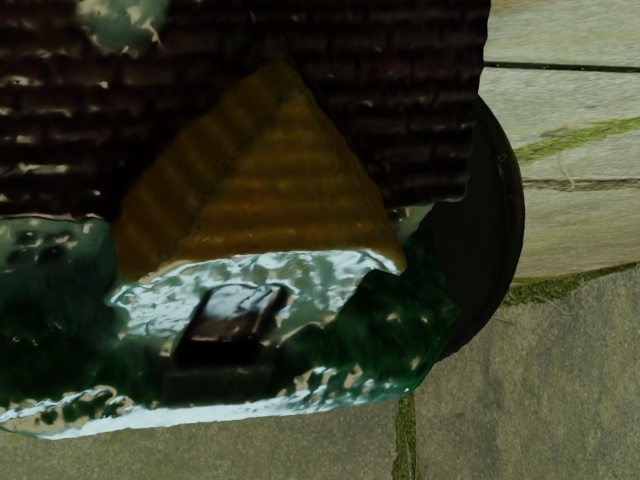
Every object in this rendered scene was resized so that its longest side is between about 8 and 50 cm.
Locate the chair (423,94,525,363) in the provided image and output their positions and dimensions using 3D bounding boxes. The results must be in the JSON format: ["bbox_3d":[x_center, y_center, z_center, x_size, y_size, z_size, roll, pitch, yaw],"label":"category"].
[{"bbox_3d":[0.000,0.000,1.368,0.226,0.227,0.401,-5,175,-6],"label":"chair"}]

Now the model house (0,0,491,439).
[{"bbox_3d":[-0.033,-0.071,0.884,0.280,0.230,0.249,-5,149,-29],"label":"model house"}]
